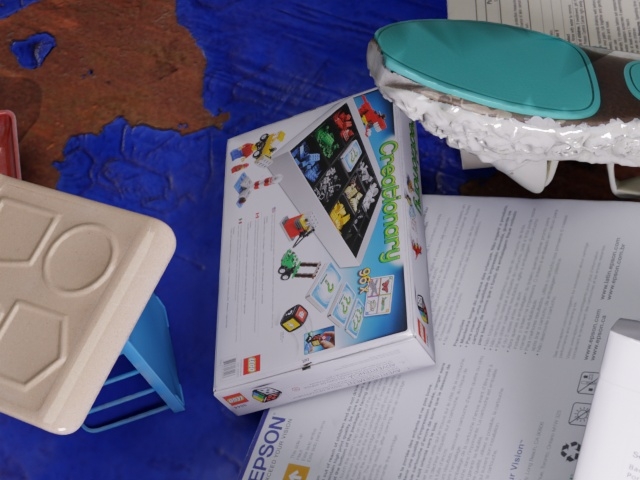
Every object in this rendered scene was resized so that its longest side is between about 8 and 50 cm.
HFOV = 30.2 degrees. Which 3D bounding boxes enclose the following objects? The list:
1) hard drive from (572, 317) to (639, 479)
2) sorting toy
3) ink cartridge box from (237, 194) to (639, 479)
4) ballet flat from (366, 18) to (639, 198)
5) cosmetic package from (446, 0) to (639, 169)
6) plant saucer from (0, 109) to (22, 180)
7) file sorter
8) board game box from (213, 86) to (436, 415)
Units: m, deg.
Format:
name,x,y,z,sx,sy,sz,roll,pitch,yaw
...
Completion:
name,x,y,z,sx,sy,sz,roll,pitch,yaw
hard drive,0.269,0.250,0.785,0.233,0.353,0.047,17,19,22
sorting toy,-0.244,0.047,0.985,0.208,0.038,0.193,17,68,22
ink cartridge box,0.128,0.108,1.023,0.330,0.071,0.324,3,58,34
ballet flat,0.238,-0.093,1.007,0.408,0.147,0.147,6,59,2
cosmetic package,0.275,-0.171,1.146,0.296,0.129,0.153,-3,59,10
plant saucer,-0.423,0.007,1.219,0.258,0.048,0.259,-13,62,-1
file sorter,-0.206,0.085,1.068,0.104,0.170,0.118,-19,56,3
board game box,0.000,0.000,1.101,0.193,0.053,0.305,-17,48,20
